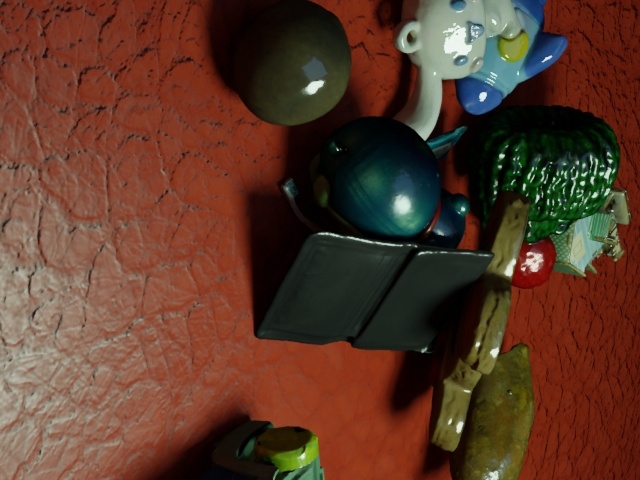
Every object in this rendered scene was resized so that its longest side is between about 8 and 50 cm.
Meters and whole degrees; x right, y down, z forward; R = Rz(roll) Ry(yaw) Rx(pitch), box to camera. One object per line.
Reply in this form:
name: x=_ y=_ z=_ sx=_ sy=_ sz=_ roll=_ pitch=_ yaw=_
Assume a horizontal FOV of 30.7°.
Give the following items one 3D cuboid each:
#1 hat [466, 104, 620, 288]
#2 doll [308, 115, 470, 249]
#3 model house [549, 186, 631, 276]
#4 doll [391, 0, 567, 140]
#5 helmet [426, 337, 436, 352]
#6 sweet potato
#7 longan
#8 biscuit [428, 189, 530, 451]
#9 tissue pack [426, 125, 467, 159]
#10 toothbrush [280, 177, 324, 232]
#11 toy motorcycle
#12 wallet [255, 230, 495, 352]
hat: x=0.388 y=-0.074 z=2.129 sx=0.274 sy=0.242 sz=0.332 roll=0 pitch=118 yaw=-14
doll: x=0.109 y=-0.073 z=1.787 sx=0.322 sy=0.186 sz=0.198 roll=31 pitch=33 yaw=-45
model house: x=0.484 y=-0.022 z=2.276 sx=0.206 sy=0.178 sz=0.271 roll=-42 pitch=131 yaw=-34
doll: x=0.268 y=-0.348 z=1.926 sx=0.365 sy=0.187 sz=0.376 roll=-11 pitch=136 yaw=-38
helmet: x=0.153 y=0.093 z=1.966 sx=0.153 sy=0.107 sz=0.177 roll=72 pitch=35 yaw=-44
sweet potato: x=0.318 y=0.351 z=2.146 sx=0.158 sy=0.158 sz=0.370 roll=48 pitch=43 yaw=-44
longan: x=-0.037 y=-0.249 z=1.624 sx=0.167 sy=0.167 sz=0.187 roll=55 pitch=37 yaw=-41
biscuit: x=0.250 y=0.143 z=1.966 sx=0.394 sy=0.076 sz=0.368 roll=102 pitch=5 yaw=-60
tissue pack: x=0.188 y=-0.153 z=1.983 sx=0.138 sy=0.028 sz=0.085 roll=-28 pitch=162 yaw=-47
toothbrush: x=0.000 y=0.000 z=1.828 sx=0.026 sy=0.022 sz=0.263 roll=-45 pitch=131 yaw=-17
toy motorcycle: x=-0.133 y=0.401 z=1.653 sx=0.326 sy=0.200 sz=0.191 roll=-31 pitch=121 yaw=-54
wallet: x=0.079 y=0.085 z=1.774 sx=0.323 sy=0.041 sz=0.247 roll=8 pitch=135 yaw=-27
